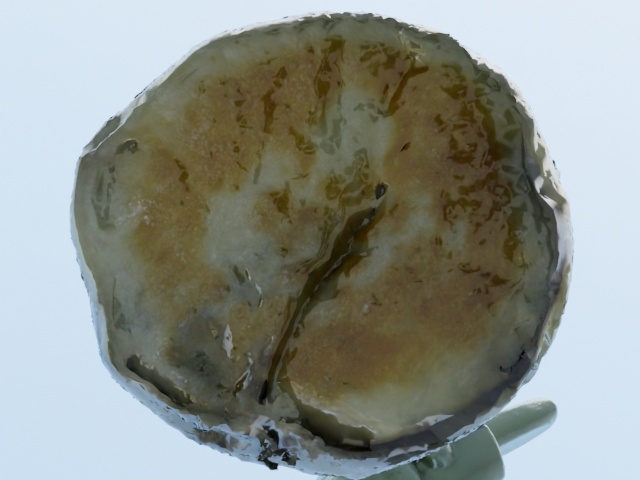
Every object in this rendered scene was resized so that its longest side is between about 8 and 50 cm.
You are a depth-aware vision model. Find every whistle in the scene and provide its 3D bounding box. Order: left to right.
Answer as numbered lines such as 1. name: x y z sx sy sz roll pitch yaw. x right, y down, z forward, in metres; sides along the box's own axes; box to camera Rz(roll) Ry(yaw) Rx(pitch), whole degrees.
1. whistle: 0.078 0.170 1.432 0.244 0.110 0.092 -24 -112 -30

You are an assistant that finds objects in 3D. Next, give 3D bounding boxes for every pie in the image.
1. pie: 0.000 0.000 1.264 0.339 0.077 0.339 -2 -101 10
